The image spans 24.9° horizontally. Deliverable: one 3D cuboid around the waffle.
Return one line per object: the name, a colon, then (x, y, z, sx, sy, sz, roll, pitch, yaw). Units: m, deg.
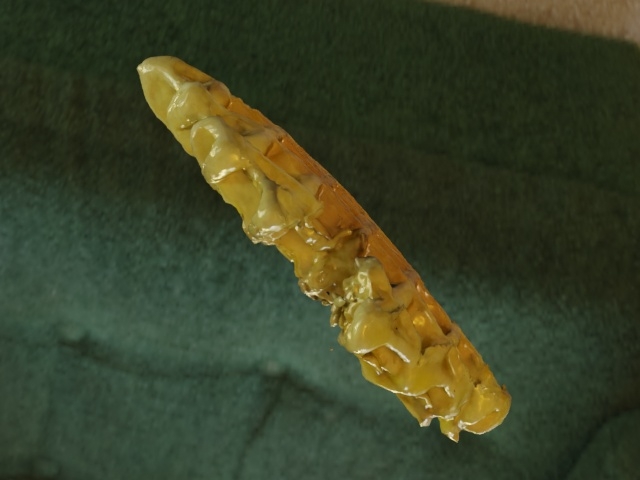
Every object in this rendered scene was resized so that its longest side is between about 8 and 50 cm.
waffle: (0.002, -0.001, 0.839, 0.056, 0.250, 0.261, -43, 137, 8)
